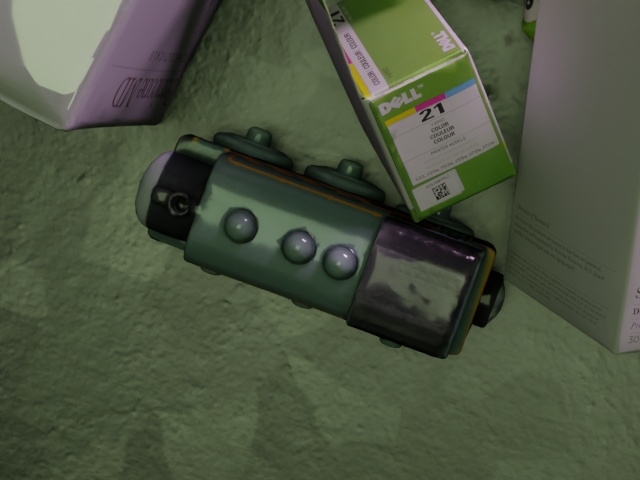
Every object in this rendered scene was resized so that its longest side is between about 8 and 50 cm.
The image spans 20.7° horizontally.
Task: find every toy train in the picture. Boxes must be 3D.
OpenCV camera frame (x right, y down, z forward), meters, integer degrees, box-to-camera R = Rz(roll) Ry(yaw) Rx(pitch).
[{"bbox_3d":[0.000,0.000,1.509,0.334,0.190,0.142,22,96,4],"label":"toy train"}]

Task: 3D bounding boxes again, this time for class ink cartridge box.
[{"bbox_3d":[0.054,-0.171,1.438,0.097,0.189,0.255,-25,121,0],"label":"ink cartridge box"}]

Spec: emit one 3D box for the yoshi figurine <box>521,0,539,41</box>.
[{"bbox_3d":[0.199,-0.345,1.474,0.203,0.203,0.362,16,98,21],"label":"yoshi figurine"}]

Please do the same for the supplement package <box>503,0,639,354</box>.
[{"bbox_3d":[0.280,-0.080,1.419,0.178,0.175,0.292,-5,111,-25],"label":"supplement package"}]

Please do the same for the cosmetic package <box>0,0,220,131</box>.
[{"bbox_3d":[-0.216,-0.336,1.439,0.327,0.329,0.393,29,97,4],"label":"cosmetic package"}]
